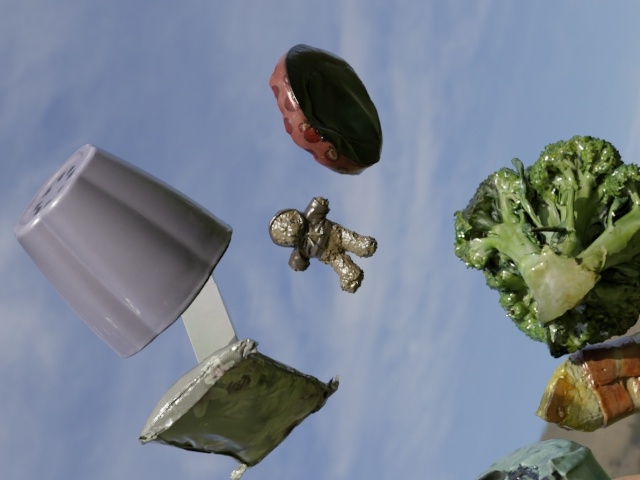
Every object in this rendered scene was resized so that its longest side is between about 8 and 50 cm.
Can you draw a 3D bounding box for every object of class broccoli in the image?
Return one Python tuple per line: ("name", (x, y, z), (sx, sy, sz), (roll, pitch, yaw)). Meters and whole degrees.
("broccoli", (0.343, 0.006, 1.785), (0.321, 0.304, 0.283), (-54, -4, 25))

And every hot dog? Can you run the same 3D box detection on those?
("hot dog", (0.427, 0.205, 1.887), (0.093, 0.262, 0.123), (146, 110, -80))

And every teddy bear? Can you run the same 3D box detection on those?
("teddy bear", (0.004, -0.001, 1.887), (0.119, 0.160, 0.078), (-66, -6, 17))

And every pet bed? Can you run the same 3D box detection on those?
("pet bed", (0.012, -0.175, 1.712), (0.201, 0.053, 0.201), (36, -145, -31))

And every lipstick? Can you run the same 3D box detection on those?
("lipstick", (-0.184, 0.151, 2.191), (0.076, 0.080, 0.371), (69, 176, -49))

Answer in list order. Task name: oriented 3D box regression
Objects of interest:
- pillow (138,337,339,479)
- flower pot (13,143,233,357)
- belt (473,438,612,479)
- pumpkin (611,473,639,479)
("pillow", (-0.085, 0.171, 1.369), (0.169, 0.059, 0.255), (-41, -27, 6))
("flower pot", (-0.298, -0.005, 1.891), (0.243, 0.265, 0.265), (44, -132, -19))
("belt", (0.158, 0.280, 1.106), (0.258, 0.207, 0.150), (-32, -93, -27))
("pumpkin", (0.401, 0.435, 1.718), (0.312, 0.148, 0.169), (-29, -67, -70))
